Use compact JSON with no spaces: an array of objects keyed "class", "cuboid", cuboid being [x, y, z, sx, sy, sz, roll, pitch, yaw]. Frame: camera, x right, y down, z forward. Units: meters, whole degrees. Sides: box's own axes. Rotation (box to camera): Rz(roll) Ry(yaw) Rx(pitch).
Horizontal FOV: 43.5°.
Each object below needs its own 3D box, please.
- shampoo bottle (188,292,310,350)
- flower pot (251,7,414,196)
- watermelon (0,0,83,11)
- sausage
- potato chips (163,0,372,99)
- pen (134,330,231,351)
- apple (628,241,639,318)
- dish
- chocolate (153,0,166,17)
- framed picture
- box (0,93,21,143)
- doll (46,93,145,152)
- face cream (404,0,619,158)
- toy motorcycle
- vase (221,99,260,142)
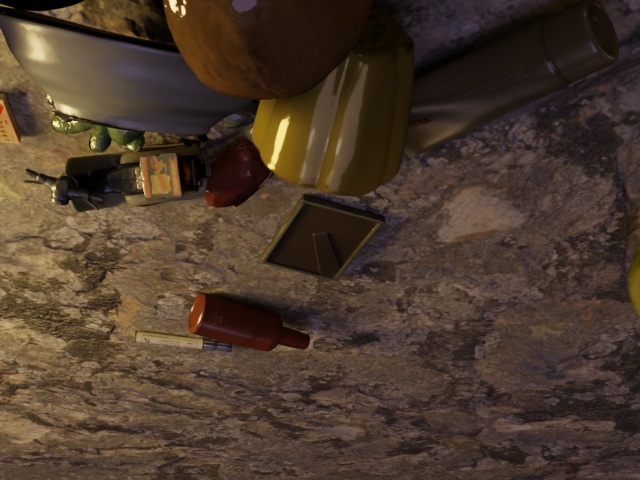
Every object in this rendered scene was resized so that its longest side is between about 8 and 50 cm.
[{"class":"shampoo bottle","cuboid":[-0.134,0.172,1.569,0.244,0.085,0.085,19,142,-25]},{"class":"flower pot","cuboid":[0.026,-0.181,0.973,0.195,0.195,0.179,9,131,-9]},{"class":"watermelon","cuboid":[-0.284,-0.326,0.769,0.188,0.188,0.214,5,152,-4]},{"class":"sausage","cuboid":[-0.123,-0.098,1.188,0.076,0.076,0.141,24,142,-27]},{"class":"potato chips","cuboid":[-0.041,-0.187,0.711,0.195,0.061,0.208,-3,146,-24]},{"class":"pen","cuboid":[-0.289,0.214,1.689,0.204,0.025,0.025,8,145,-9]},{"class":"apple","cuboid":[0.621,0.062,1.222,0.279,0.279,0.279,2,145,1]},{"class":"dish","cuboid":[-0.203,-0.176,0.887,0.317,0.316,0.106,10,103,-10]},{"class":"chocolate","cuboid":[-0.063,-0.323,0.740,0.225,0.210,0.340,13,144,-12]},{"class":"framed picture","cuboid":[0.000,0.000,1.369,0.150,0.015,0.203,15,143,-17]},{"class":"box","cuboid":[-0.469,-0.175,1.147,0.058,0.015,0.093,5,146,-1]},{"class":"doll","cuboid":[-0.300,-0.178,1.098,0.150,0.077,0.115,8,108,10]},{"class":"face cream","cuboid":[0.205,-0.196,1.029,0.137,0.084,0.341,31,144,-35]},{"class":"toy motorcycle","cuboid":[-0.285,-0.088,1.151,0.263,0.090,0.157,-4,-174,19]},{"class":"vase","cuboid":[-0.087,-0.164,1.098,0.211,0.060,0.060,25,139,-30]}]
